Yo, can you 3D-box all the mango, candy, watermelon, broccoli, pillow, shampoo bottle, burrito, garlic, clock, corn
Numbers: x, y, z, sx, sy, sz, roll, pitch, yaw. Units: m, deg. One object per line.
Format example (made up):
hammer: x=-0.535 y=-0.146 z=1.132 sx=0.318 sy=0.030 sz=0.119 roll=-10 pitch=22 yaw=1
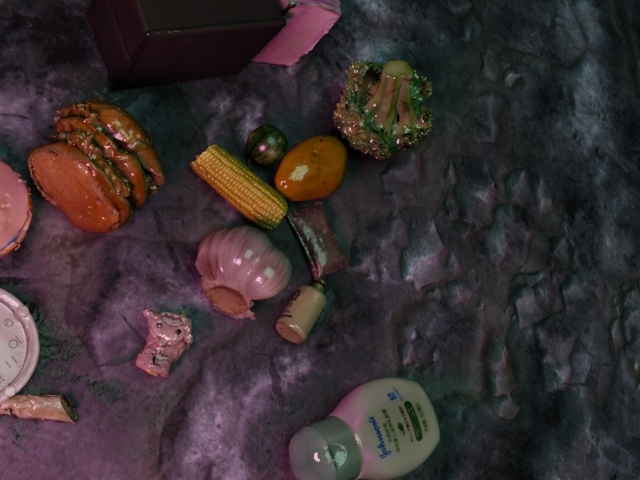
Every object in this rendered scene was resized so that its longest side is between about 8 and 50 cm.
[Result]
mango: x=-0.021 y=-0.165 z=1.918 sx=0.227 sy=0.109 sz=0.147 roll=-38 pitch=119 yaw=-34
candy: x=-0.074 y=-0.530 z=1.923 sx=0.156 sy=0.265 sz=0.115 roll=-1 pitch=71 yaw=-31
watermelon: x=-0.131 y=-0.223 z=1.886 sx=0.109 sy=0.109 sz=0.108 roll=10 pitch=69 yaw=-28
broccoli: x=0.156 y=-0.341 z=2.029 sx=0.259 sy=0.236 sz=0.288 roll=60 pitch=37 yaw=-44
pillow: x=0.000 y=0.000 z=1.919 sx=0.118 sy=0.043 sz=0.184 roll=-23 pitch=86 yaw=-32
shampoo bottle: x=-0.033 y=0.152 z=1.825 sx=0.079 sy=0.079 sz=0.162 roll=40 pitch=58 yaw=-13
burrito: x=-0.524 y=0.313 z=1.495 sx=0.149 sy=0.055 sz=0.041 roll=13 pitch=37 yaw=-25
garlic: x=-0.154 y=0.085 z=1.758 sx=0.257 sy=0.207 sz=0.206 roll=37 pitch=50 yaw=-57
shampoo bottle: x=0.088 y=0.437 z=1.760 sx=0.350 sy=0.151 sz=0.221 roll=-14 pitch=83 yaw=-33
clock: x=-0.639 y=0.194 z=1.462 sx=0.237 sy=0.053 sz=0.236 roll=12 pitch=66 yaw=-29
corn: x=-0.182 y=-0.121 z=1.822 sx=0.244 sy=0.093 sz=0.093 roll=39 pitch=58 yaw=-13

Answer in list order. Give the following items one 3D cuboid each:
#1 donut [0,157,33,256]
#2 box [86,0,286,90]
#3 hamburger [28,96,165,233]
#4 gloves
donut: x=-0.654 y=-0.054 z=1.519 sx=0.199 sy=0.085 sz=0.232 roll=27 pitch=61 yaw=-20
box: x=-0.303 y=-0.498 z=1.781 sx=0.345 sy=0.251 sz=0.204 roll=-16 pitch=82 yaw=-34
hamburger: x=-0.448 y=-0.161 z=1.596 sx=0.261 sy=0.245 sz=0.211 roll=35 pitch=59 yaw=7
gloves: x=-0.317 y=0.208 z=1.633 sx=0.111 sy=0.094 sz=0.144 roll=9 pitch=77 yaw=-16
